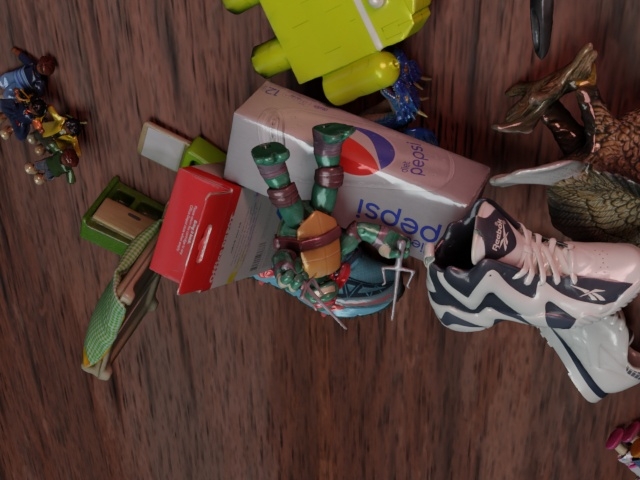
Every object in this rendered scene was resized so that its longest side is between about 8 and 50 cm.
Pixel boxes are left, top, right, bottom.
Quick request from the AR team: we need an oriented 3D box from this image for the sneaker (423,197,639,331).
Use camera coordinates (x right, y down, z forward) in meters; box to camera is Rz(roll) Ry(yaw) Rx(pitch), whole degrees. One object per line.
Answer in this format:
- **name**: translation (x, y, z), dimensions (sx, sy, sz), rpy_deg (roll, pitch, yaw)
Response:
- **sneaker**: translation (0.215, 0.018, 1.300), dimensions (0.235, 0.094, 0.153), rpy_deg (-4, 147, 22)

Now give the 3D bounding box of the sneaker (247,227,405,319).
- **sneaker**: translation (-0.012, 0.013, 1.637), dimensions (0.262, 0.104, 0.125), rpy_deg (19, 132, 14)

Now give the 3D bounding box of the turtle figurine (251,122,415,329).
- **turtle figurine**: translation (0.000, 0.000, 1.341), dimensions (0.118, 0.175, 0.234), rpy_deg (9, 120, 44)

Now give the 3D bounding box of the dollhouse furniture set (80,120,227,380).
- **dollhouse furniture set**: translation (-0.262, 0.003, 1.623), dimensions (0.151, 0.301, 0.197), rpy_deg (27, 138, 2)

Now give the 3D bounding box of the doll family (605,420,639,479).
- **doll family**: translation (0.488, 0.299, 1.592), dimensions (0.163, 0.118, 0.263), rpy_deg (43, 135, -11)

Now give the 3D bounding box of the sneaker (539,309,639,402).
- **sneaker**: translation (0.323, 0.092, 1.545), dimensions (0.095, 0.090, 0.235), rpy_deg (-26, 116, 28)

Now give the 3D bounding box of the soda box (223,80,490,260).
- **soda box**: translation (0.039, -0.076, 1.420), dimensions (0.286, 0.091, 0.098), rpy_deg (23, 128, 11)

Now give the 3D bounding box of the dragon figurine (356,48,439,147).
- **dragon figurine**: translation (0.090, -0.088, 1.505), dimensions (0.144, 0.085, 0.289), rpy_deg (0, 126, 29)

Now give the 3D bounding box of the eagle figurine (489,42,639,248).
- **eagle figurine**: translation (0.339, -0.071, 1.315), dimensions (0.225, 0.226, 0.298), rpy_deg (-41, 97, 24)

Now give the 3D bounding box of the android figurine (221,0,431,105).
- **android figurine**: translation (0.012, -0.277, 1.383), dimensions (0.273, 0.056, 0.248), rpy_deg (-16, 104, 40)

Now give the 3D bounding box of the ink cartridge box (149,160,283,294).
- **ink cartridge box**: translation (-0.123, -0.020, 1.512), dimensions (0.078, 0.231, 0.134), rpy_deg (24, 106, 21)

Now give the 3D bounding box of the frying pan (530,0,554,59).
- **frying pan**: translation (0.223, -0.329, 1.148), dimensions (0.053, 0.197, 0.326), rpy_deg (-15, 102, -8)

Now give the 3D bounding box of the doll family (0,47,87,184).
- **doll family**: translation (-0.379, -0.169, 1.707), dimensions (0.111, 0.076, 0.193), rpy_deg (-18, 114, 44)
